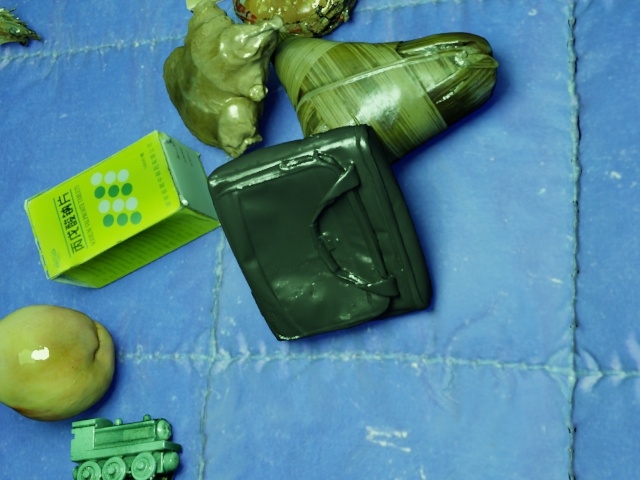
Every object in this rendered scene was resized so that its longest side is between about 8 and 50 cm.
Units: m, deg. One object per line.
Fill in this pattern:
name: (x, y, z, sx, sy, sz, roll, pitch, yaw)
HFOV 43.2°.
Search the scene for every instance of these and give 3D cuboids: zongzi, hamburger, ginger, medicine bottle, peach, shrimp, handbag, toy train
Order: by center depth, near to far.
handbag: (0.000, 0.000, 1.050, 0.244, 0.088, 0.275, -15, 110, 15)
zongzi: (0.069, -0.248, 1.119, 0.286, 0.134, 0.288, -32, 70, 10)
ginger: (-0.132, -0.230, 1.141, 0.123, 0.270, 0.218, -19, 88, -24)
toy train: (-0.282, 0.305, 1.168, 0.171, 0.071, 0.111, -12, 67, 18)
peach: (-0.391, 0.177, 1.178, 0.184, 0.184, 0.184, -4, 77, 20)
medicine bottle: (-0.292, -0.042, 1.209, 0.250, 0.141, 0.137, -27, 74, 14)
hamburger: (-0.041, -0.406, 1.214, 0.231, 0.107, 0.230, -2, 84, 16)
shrimp: (-0.589, -0.428, 1.451, 0.296, 0.058, 0.169, 17, 82, 26)

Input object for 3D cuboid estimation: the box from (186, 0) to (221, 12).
box: (-0.193, -0.450, 1.322, 0.073, 0.020, 0.149, -15, 74, 18)
